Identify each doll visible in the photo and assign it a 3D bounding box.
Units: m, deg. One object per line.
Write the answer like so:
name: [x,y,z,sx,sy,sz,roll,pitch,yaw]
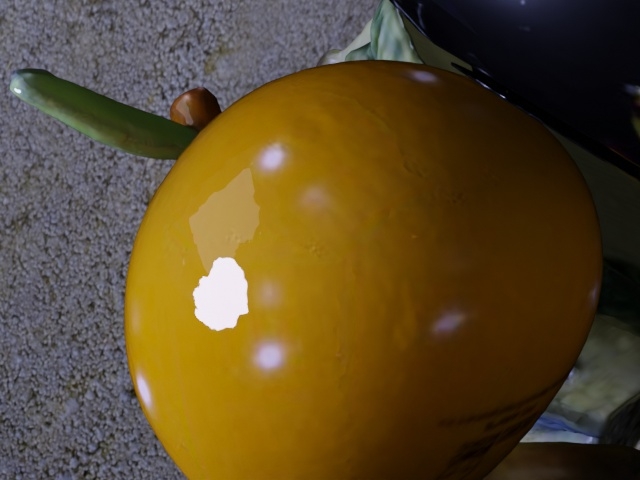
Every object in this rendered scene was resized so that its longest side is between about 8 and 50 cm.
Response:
doll: [0.000,0.000,0.775,0.213,0.236,0.213,-35,-23,-17]

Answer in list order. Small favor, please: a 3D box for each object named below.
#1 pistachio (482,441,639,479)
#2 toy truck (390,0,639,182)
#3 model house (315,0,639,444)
pistachio: [0.102,0.151,0.903,0.189,0.100,0.110,-8,14,27]
toy truck: [0.173,-0.136,0.707,0.254,0.180,0.405,-61,-22,4]
model house: [0.081,-0.027,1.029,0.266,0.261,0.321,-48,26,39]
